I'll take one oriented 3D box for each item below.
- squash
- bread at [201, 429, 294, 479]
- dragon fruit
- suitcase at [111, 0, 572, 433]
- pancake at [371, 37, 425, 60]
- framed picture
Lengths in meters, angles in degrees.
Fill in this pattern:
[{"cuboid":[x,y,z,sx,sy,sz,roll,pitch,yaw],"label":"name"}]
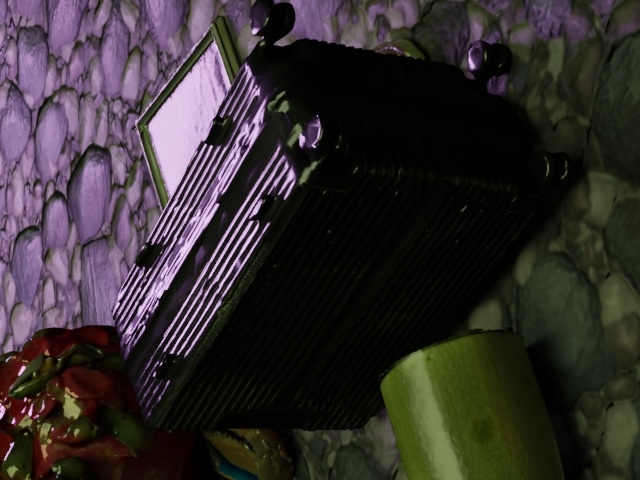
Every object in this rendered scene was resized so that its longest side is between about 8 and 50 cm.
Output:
[{"cuboid":[0.117,0.170,0.975,0.123,0.123,0.186,-35,63,46],"label":"squash"},{"cuboid":[-0.070,0.197,1.268,0.106,0.053,0.072,11,122,54],"label":"bread"},{"cuboid":[-0.236,0.214,1.332,0.302,0.237,0.231,112,163,-60],"label":"dragon fruit"},{"cuboid":[0.000,0.000,1.035,0.335,0.230,0.152,-56,42,37],"label":"suitcase"},{"cuboid":[0.060,-0.119,1.127,0.108,0.017,0.108,1,91,48],"label":"pancake"},{"cuboid":[-0.117,-0.071,1.354,0.197,0.014,0.252,-44,57,43],"label":"framed picture"}]
